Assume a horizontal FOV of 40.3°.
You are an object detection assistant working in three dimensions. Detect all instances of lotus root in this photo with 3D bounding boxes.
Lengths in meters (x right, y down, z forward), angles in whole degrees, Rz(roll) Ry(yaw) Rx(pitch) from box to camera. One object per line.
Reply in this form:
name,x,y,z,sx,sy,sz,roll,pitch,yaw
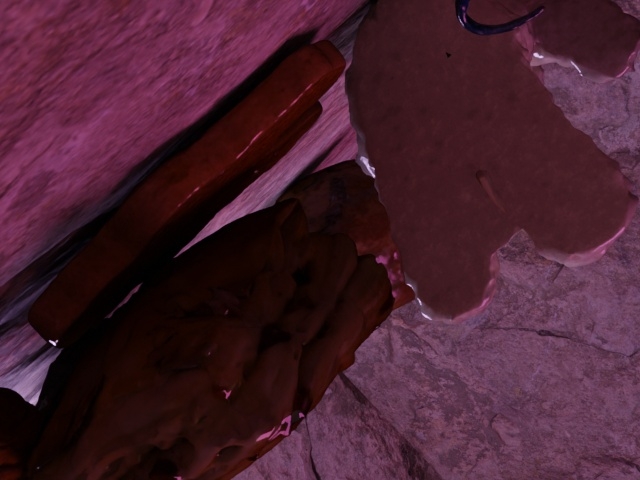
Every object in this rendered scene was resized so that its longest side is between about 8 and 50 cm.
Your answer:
lotus root,0.000,0.000,1.571,0.250,0.316,0.316,-17,161,-41

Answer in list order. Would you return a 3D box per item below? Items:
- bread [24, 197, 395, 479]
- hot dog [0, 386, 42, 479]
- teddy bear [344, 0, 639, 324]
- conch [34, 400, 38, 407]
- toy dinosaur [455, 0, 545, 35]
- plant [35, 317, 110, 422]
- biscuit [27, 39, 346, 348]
bread,-0.099,0.099,0.750,0.277,0.167,0.324,-39,180,31
hot dog,-0.318,0.203,0.678,0.196,0.122,0.272,-46,180,0
teddy bear,0.187,-0.140,0.921,0.327,0.375,0.362,-31,170,27
conch,-0.307,0.215,1.176,0.221,0.121,0.185,-51,161,17
toy dinosaur,0.171,-0.258,0.519,0.076,0.147,0.363,-40,-176,-37
plant,-0.206,0.246,0.973,0.213,0.215,0.312,-34,-144,7
biscuit,-0.112,-0.040,0.737,0.334,0.047,0.202,-45,178,-15
